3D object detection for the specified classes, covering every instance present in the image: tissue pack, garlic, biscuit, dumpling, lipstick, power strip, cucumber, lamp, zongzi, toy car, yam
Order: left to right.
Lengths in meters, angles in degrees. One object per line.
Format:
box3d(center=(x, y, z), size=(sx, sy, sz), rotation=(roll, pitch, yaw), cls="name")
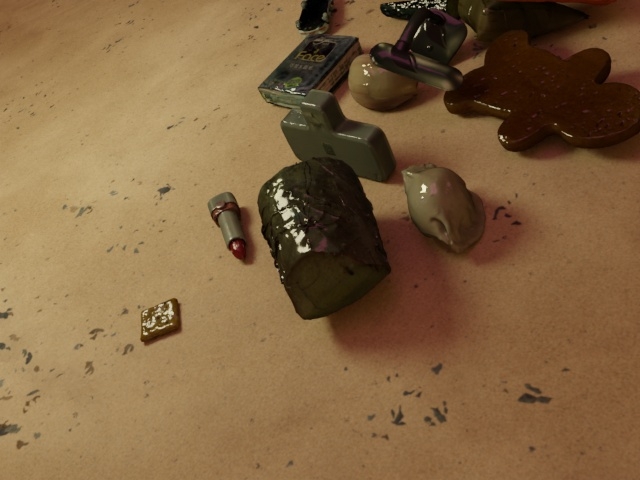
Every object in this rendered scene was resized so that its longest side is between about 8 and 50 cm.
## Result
box3d(center=(-0.319, 0.157, 1.399), size=(0.083, 0.018, 0.081), rotation=(-21, 43, 7), cls="biscuit")
box3d(center=(-0.187, -0.025, 1.487), size=(0.063, 0.057, 0.186), rotation=(-27, 45, 0), cls="lipstick")
box3d(center=(-0.022, -0.427, 1.786), size=(0.173, 0.073, 0.235), rotation=(19, 59, 38), cls="tissue pack")
box3d(center=(-0.011, -0.640, 2.006), size=(0.095, 0.056, 0.205), rotation=(-10, 41, 18), cls="toy car")
box3d(center=(-0.002, -0.002, 1.266), size=(0.202, 0.201, 0.271), rotation=(-51, 47, 33), cls="yam")
box3d(center=(0.024, -0.226, 1.475), size=(0.264, 0.194, 0.059), rotation=(20, 62, 39), cls="power strip")
box3d(center=(0.121, -0.376, 1.636), size=(0.128, 0.115, 0.206), rotation=(-46, 42, -11), cls="garlic")
box3d(center=(0.256, -0.586, 1.821), size=(0.211, 0.062, 0.078), rotation=(11, 20, 42), cls="cucumber")
box3d(center=(0.259, -0.420, 1.548), size=(0.203, 0.125, 0.283), rotation=(34, 32, 12), cls="lamp")
box3d(center=(0.232, -0.067, 1.288), size=(0.155, 0.181, 0.111), rotation=(-14, -5, -30), cls="dumpling")
box3d(center=(0.460, -0.537, 1.639), size=(0.255, 0.115, 0.228), rotation=(-8, 33, 0), cls="zongzi")
box3d(center=(0.447, -0.276, 1.403), size=(0.283, 0.064, 0.432), rotation=(-44, 43, -9), cls="biscuit")

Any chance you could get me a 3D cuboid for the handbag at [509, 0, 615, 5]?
box3d(center=(0.516, -0.659, 1.625), size=(0.303, 0.116, 0.410), rotation=(3, 38, 8), cls="handbag")
